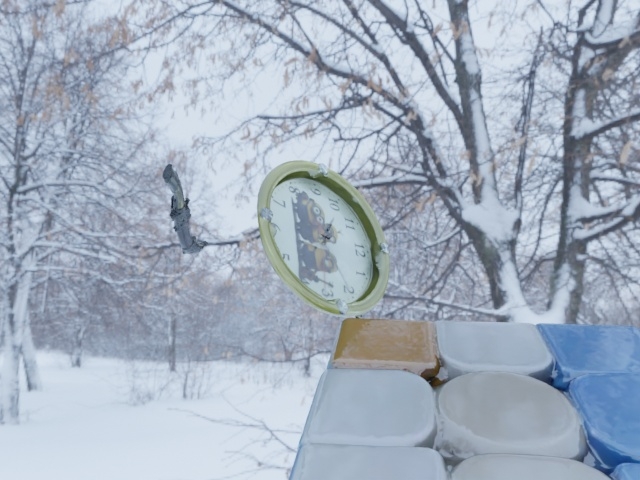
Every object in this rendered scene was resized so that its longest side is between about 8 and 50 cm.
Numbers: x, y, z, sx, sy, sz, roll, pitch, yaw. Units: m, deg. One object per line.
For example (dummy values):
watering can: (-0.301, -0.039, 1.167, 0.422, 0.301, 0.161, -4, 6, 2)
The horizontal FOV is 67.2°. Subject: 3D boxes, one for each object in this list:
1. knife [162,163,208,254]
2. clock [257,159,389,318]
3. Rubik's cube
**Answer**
knife: (-0.190, -0.030, 0.654, 0.021, 0.046, 0.222, 31, -23, 13)
clock: (0.000, 0.000, 0.672, 0.237, 0.237, 0.057, 11, -32, -39)
Rubik's cube: (0.167, 0.296, 0.444, 0.346, 0.347, 0.344, -2, 15, 10)
